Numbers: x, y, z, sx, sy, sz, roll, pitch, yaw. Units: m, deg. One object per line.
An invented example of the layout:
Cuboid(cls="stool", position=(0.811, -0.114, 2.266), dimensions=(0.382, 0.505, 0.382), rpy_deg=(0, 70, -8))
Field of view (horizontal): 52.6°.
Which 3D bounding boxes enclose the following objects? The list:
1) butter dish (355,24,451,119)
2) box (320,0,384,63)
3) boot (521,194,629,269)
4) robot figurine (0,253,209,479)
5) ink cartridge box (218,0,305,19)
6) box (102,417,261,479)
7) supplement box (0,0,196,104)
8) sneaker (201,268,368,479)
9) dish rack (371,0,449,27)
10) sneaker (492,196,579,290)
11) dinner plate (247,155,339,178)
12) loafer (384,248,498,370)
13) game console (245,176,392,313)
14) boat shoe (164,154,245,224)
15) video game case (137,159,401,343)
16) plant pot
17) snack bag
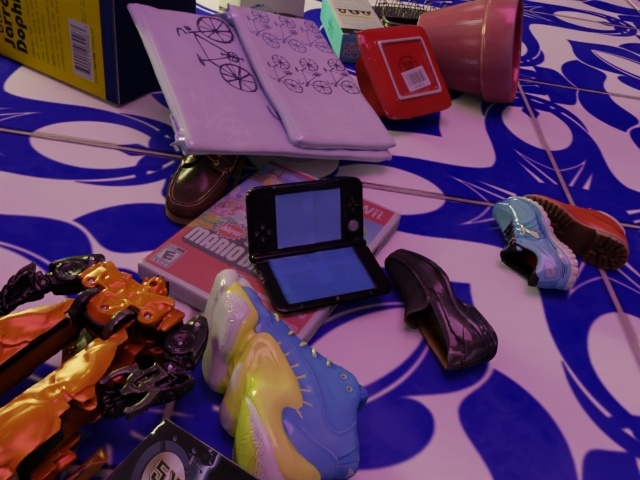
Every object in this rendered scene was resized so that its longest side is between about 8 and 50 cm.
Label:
Cuboid(cls="butter dish", position=(0.120, -0.272, 1.112), dimensions=(0.160, 0.118, 0.160), rpy_deg=(-18, 86, -34))
Cuboid(cls="box", position=(0.068, -0.449, 1.362), dimensions=(0.100, 0.060, 0.244), rpy_deg=(1, 38, -11))
Cuboid(cls="boot", position=(0.345, -0.023, 0.890), dimensions=(0.157, 0.059, 0.084), rpy_deg=(30, 38, 11))
Cuboid(cls="robot figurine", position=(-0.235, 0.120, 0.541), dimensions=(0.211, 0.085, 0.291), rpy_deg=(28, 41, 21))
Cuboid(cls="ink cartridge box", position=(-0.106, -0.412, 1.168), dimensions=(0.139, 0.191, 0.082), rpy_deg=(-18, 46, -31))
Cuboid(cls="box", position=(-0.058, 0.217, 0.378), dimensions=(0.147, 0.180, 0.077), rpy_deg=(25, 41, 20))
Cuboid(cls="supplement box", position=(-0.406, -0.396, 1.074), dimensions=(0.356, 0.195, 0.194), rpy_deg=(24, 39, 18))
Cuboid(cls="sneaker", position=(-0.034, 0.126, 0.595), dimensions=(0.126, 0.091, 0.240), rpy_deg=(7, 41, -27))
Cuboid(cls="dish rack", position=(0.212, -0.490, 1.441), dimensions=(0.208, 0.074, 0.272), rpy_deg=(3, 38, -11))
Cuboid(cls="sneaker", position=(0.260, -0.001, 0.831), dimensions=(0.073, 0.064, 0.162), rpy_deg=(-6, 40, -15))
Cuboid(cls="dinner plate", position=(-0.040, -0.134, 0.971), dimensions=(0.141, 0.017, 0.141), rpy_deg=(5, 37, -4))
Cuboid(cls="loafer", position=(0.116, 0.071, 0.708), dimensions=(0.061, 0.062, 0.170), rpy_deg=(-19, 44, -26))
Cuboid(cls="game console", position=(0.000, 0.000, 0.712), dimensions=(0.143, 0.124, 0.085), rpy_deg=(-8, 16, -25))
Cuboid(cls="boat shoe", position=(-0.149, -0.103, 0.859), dimensions=(0.073, 0.073, 0.207), rpy_deg=(16, 39, 1))
Cuboid(cls="video game case", position=(-0.047, 0.003, 0.782), dimensions=(0.204, 0.025, 0.285), rpy_deg=(24, 39, 16))
Cuboid(cls="plant pot", position=(0.276, -0.359, 1.205), dimensions=(0.180, 0.202, 0.201), rpy_deg=(7, 35, 20))
Cuboid(cls="snack bag", position=(-0.088, -0.241, 0.946), dimensions=(0.342, 0.037, 0.323), rpy_deg=(-3, 53, -34))
